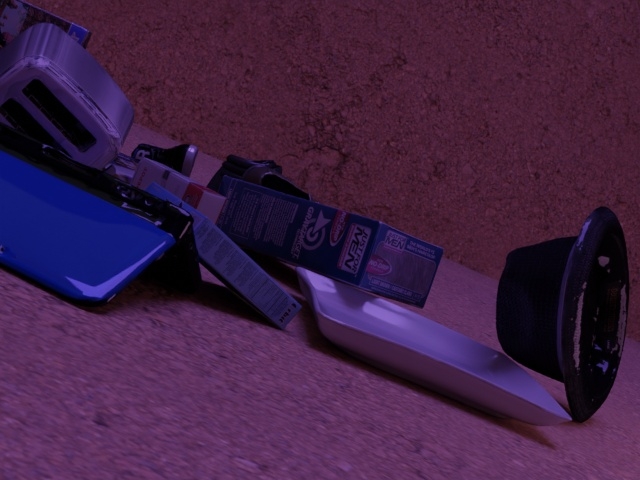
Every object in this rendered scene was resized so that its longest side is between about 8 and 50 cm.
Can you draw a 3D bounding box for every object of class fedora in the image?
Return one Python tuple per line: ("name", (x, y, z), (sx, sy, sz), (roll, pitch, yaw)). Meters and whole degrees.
("fedora", (0.349, 0.103, 1.735), (0.153, 0.334, 0.334), (7, -3, 27))

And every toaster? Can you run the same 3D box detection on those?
("toaster", (-0.340, -0.176, 1.499), (0.227, 0.129, 0.146), (50, 13, -26))

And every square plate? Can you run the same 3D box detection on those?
("square plate", (0.129, 0.143, 1.570), (0.344, 0.049, 0.347), (24, 5, -9))

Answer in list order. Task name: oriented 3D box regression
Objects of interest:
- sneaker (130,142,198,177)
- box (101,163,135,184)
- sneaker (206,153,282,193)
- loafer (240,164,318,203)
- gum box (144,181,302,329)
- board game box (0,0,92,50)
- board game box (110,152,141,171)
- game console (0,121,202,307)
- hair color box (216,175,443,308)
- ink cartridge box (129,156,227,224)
("sneaker", (-0.313, -0.153, 2.311), (0.121, 0.079, 0.217), (20, -13, -9))
("box", (-0.301, -0.075, 1.746), (0.067, 0.063, 0.324), (29, 7, 30))
("sneaker", (-0.073, -0.061, 2.162), (0.296, 0.146, 0.104), (24, 4, -12))
("loafer", (-0.039, -0.034, 2.078), (0.251, 0.094, 0.087), (41, -9, -10))
("gum box", (-0.124, 0.017, 1.423), (0.184, 0.041, 0.157), (46, -9, -35))
("board game box", (-0.529, -0.274, 1.793), (0.291, 0.232, 0.141), (24, 5, -12))
("board game box", (-0.310, -0.105, 2.103), (0.165, 0.042, 0.243), (22, 6, -19))
("game console", (-0.297, -0.002, 1.253), (0.293, 0.173, 0.250), (26, -25, 12))
("hair color box", (0.000, 0.000, 1.856), (0.347, 0.105, 0.174), (18, -2, 42))
("ink cartridge box", (-0.210, -0.046, 1.657), (0.135, 0.099, 0.056), (29, 7, 37))
